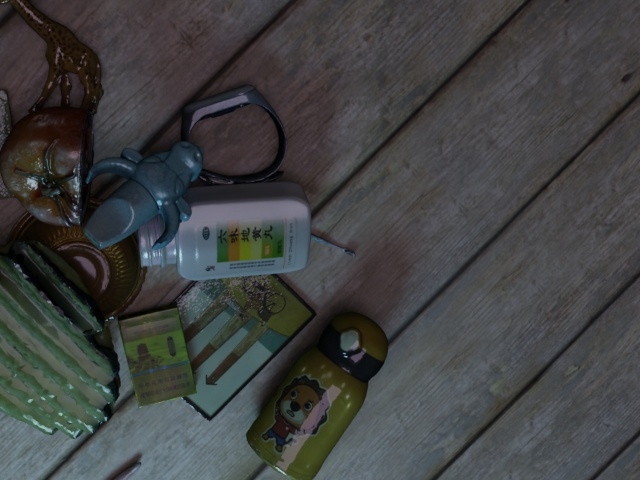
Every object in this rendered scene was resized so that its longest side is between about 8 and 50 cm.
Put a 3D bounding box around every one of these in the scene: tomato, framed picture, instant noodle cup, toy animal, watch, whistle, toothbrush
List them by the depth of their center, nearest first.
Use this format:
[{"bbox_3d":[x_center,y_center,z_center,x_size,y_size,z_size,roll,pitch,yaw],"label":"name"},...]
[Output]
[{"bbox_3d":[-0.482,-0.135,1.499,0.155,0.181,0.214,7,126,-6],"label":"tomato"},{"bbox_3d":[-0.305,-0.086,1.510,0.186,0.093,0.274,45,60,-1],"label":"whistle"},{"bbox_3d":[-0.480,-0.336,1.521,0.149,0.054,0.276,-18,111,-6],"label":"toy animal"},{"bbox_3d":[-0.460,0.054,1.610,0.273,0.091,0.274,-4,106,-14],"label":"instant noodle cup"},{"bbox_3d":[-0.170,-0.187,1.635,0.206,0.068,0.193,-21,108,-10],"label":"watch"},{"bbox_3d":[-0.201,0.187,1.754,0.324,0.013,0.244,-45,109,0],"label":"framed picture"},{"bbox_3d":[0.000,0.000,1.754,0.167,0.014,0.011,22,107,-19],"label":"toothbrush"},{"bbox_3d":[-0.494,0.558,1.768,0.307,0.025,0.030,-40,102,-1],"label":"toothbrush"}]

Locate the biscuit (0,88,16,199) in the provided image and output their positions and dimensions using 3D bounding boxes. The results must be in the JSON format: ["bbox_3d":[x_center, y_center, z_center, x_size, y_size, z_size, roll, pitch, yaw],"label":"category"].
[{"bbox_3d":[-0.612,-0.169,1.538,0.121,0.040,0.200,-8,105,-14],"label":"biscuit"}]

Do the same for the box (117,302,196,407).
[{"bbox_3d":[-0.327,0.232,1.710,0.121,0.030,0.193,-13,106,-11],"label":"box"}]

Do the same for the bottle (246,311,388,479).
[{"bbox_3d":[0.006,0.308,1.760,0.171,0.171,0.351,32,92,-20],"label":"bottle"}]

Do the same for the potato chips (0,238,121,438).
[{"bbox_3d":[-0.543,0.197,1.584,0.358,0.070,0.429,-34,109,22],"label":"potato chips"}]

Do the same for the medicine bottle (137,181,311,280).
[{"bbox_3d":[-0.186,-0.016,1.631,0.324,0.124,0.179,-3,125,-12],"label":"medicine bottle"}]
